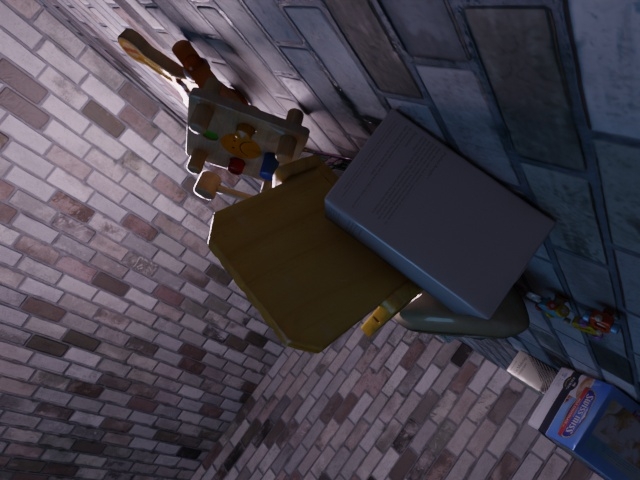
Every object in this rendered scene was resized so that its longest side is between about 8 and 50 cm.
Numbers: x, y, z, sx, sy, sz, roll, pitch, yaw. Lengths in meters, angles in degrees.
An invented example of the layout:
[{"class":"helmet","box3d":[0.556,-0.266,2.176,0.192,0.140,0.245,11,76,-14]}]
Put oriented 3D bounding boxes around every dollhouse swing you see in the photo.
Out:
[{"class":"dollhouse swing","box3d":[-0.024,0.062,0.895,0.347,0.304,0.315,49,158,14]}]

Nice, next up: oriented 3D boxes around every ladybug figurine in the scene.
[{"class":"ladybug figurine","box3d":[0.333,0.150,1.098,0.304,0.162,0.449,4,168,6]}]

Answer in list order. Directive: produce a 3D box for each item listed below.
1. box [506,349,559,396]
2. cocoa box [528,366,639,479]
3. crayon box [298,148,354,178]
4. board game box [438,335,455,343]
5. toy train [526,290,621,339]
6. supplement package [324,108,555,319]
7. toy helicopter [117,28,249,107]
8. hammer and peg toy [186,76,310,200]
[{"class":"box","box3d":[0.863,0.541,1.712,0.094,0.113,0.275,40,173,-33]},{"class":"cocoa box","box3d":[0.883,0.599,1.375,0.347,0.232,0.228,37,174,-4]},{"class":"crayon box","box3d":[0.051,-0.063,1.159,0.363,0.106,0.313,28,149,57]},{"class":"board game box","box3d":[0.408,0.240,1.739,0.193,0.053,0.305,38,-161,-18]},{"class":"toy train","box3d":[0.489,0.132,0.861,0.166,0.046,0.125,27,169,46]},{"class":"supplement package","box3d":[0.172,-0.033,0.726,0.292,0.178,0.175,37,175,4]},{"class":"toy helicopter","box3d":[-0.337,-0.399,1.095,0.354,0.140,0.235,34,165,-6]},{"class":"hammer and peg toy","box3d":[-0.183,-0.202,1.064,0.265,0.128,0.361,17,157,-11]}]
